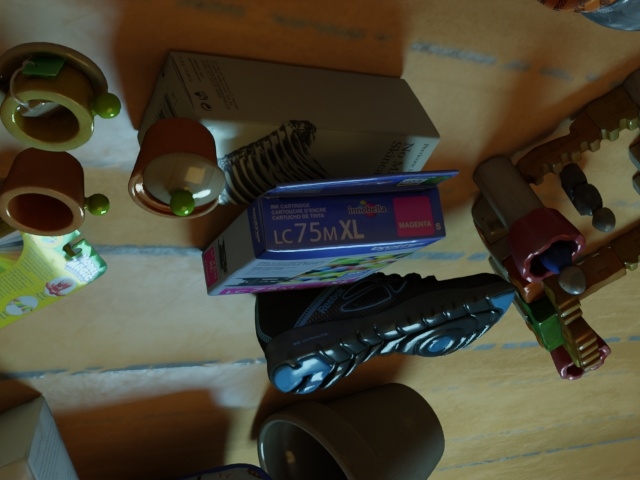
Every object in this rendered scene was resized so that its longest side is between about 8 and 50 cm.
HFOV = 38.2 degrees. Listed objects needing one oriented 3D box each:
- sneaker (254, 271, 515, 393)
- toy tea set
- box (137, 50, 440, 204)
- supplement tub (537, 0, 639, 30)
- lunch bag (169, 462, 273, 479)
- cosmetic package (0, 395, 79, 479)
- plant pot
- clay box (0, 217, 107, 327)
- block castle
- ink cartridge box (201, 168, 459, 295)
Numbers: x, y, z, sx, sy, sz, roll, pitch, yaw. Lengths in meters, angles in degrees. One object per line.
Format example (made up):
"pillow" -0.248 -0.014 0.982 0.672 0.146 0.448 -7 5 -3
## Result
"sneaker" 0.083 0.079 1.169 0.340 0.140 0.125 -11 142 -17
"toy tea set" -0.245 -0.042 0.729 0.335 0.124 0.200 -9 144 12
"box" -0.028 -0.101 0.903 0.275 0.094 0.113 -1 138 -33
"supplement tub" 0.340 -0.288 0.818 0.315 0.194 0.194 -9 142 -25
"lunch bag" -0.220 0.483 1.378 0.327 0.239 0.385 -10 163 -24
"cosmetic package" -0.349 0.331 1.064 0.138 0.224 0.225 -20 101 -9
"plant pot" 0.069 0.338 1.441 0.229 0.263 0.263 -25 150 -34
"clay box" -0.335 0.034 0.911 0.222 0.053 0.127 -27 147 -3
"block castle" 0.402 0.018 1.246 0.303 0.213 0.453 -30 146 5
"ink cartridge box" 0.000 0.000 0.951 0.185 0.065 0.311 -4 167 -20
